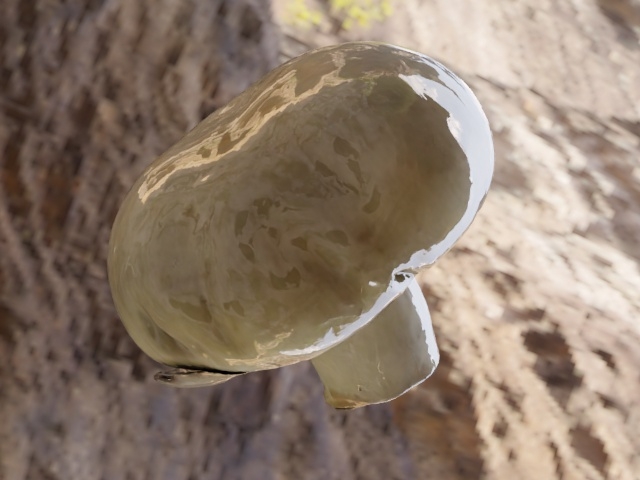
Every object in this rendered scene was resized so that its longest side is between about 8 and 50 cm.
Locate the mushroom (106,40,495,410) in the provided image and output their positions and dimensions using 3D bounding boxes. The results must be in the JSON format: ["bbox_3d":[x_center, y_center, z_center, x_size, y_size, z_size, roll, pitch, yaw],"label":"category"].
[{"bbox_3d":[0.000,0.000,0.705,0.154,0.154,0.122,-29,-84,33],"label":"mushroom"}]
